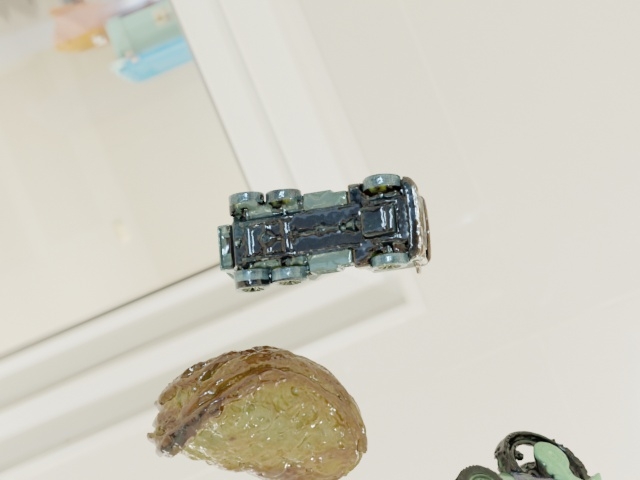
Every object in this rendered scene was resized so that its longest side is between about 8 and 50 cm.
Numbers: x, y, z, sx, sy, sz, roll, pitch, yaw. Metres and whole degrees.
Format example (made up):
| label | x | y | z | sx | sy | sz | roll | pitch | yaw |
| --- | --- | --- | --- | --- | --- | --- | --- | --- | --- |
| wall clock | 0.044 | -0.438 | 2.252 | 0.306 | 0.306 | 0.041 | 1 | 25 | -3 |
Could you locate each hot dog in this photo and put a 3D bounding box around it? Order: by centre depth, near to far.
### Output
| label | x | y | z | sx | sy | sz | roll | pitch | yaw |
| --- | --- | --- | --- | --- | --- | --- | --- | --- | --- |
| hot dog | -0.066 | 0.200 | 1.461 | 0.259 | 0.114 | 0.175 | 19 | 132 | -38 |

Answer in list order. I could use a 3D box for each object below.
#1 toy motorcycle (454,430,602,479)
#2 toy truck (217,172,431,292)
| label | x | y | z | sx | sy | sz | roll | pitch | yaw |
| --- | --- | --- | --- | --- | --- | --- | --- | --- | --- |
| toy motorcycle | 0.198 | 0.279 | 1.139 | 0.331 | 0.196 | 0.125 | -31 | 149 | -58 |
| toy truck | 0.000 | 0.000 | 1.451 | 0.256 | 0.108 | 0.140 | -9 | 168 | 17 |
